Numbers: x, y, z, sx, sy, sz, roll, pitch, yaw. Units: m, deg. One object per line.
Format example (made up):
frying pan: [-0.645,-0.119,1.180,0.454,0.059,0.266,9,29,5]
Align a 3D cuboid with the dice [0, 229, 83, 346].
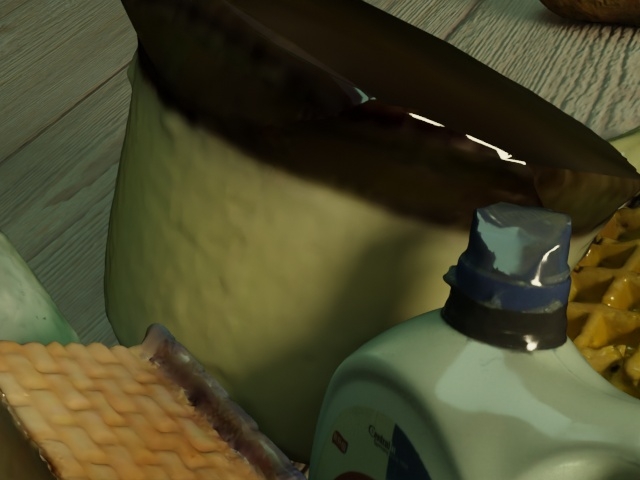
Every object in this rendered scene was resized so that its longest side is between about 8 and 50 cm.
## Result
dice: [-0.321,0.152,0.513,0.348,0.327,0.330,19,41,39]

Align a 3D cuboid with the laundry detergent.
laundry detergent: [0.083,0.126,0.416,0.105,0.280,0.215,-4,20,-38]

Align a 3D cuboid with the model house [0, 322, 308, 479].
model house: [-0.074,0.150,0.404,0.172,0.182,0.166,4,26,-48]

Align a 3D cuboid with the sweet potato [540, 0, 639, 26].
sweet potato: [0.377,-0.267,0.983,0.109,0.109,0.385,-37,38,-24]

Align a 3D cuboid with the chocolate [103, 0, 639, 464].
chocolate: [0.000,0.000,0.609,0.314,0.297,0.326,36,18,32]

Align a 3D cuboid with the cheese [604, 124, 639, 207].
cheese: [0.231,-0.053,0.741,0.127,0.049,0.235,-14,9,22]

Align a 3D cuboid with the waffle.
waffle: [0.286,0.041,0.636,0.219,0.057,0.229,13,45,39]
